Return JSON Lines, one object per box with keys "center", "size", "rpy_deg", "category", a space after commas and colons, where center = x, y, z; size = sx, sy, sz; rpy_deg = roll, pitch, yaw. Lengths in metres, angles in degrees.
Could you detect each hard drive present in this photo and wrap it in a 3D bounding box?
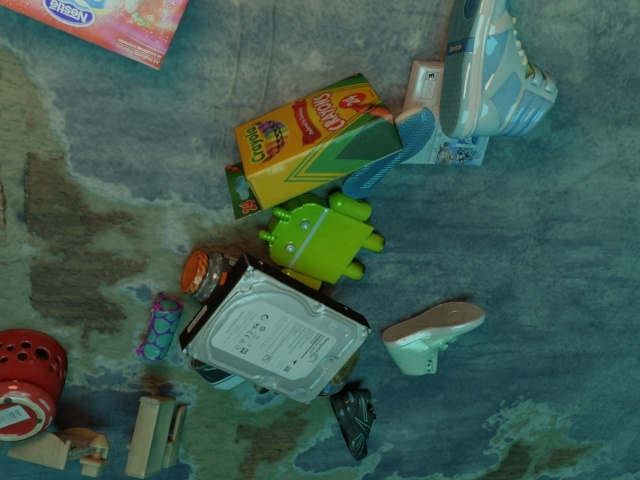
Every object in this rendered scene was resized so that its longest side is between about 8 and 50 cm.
{"center": [-0.087, 0.195, 1.387], "size": [0.339, 0.064, 0.237], "rpy_deg": [31, 106, -32], "category": "hard drive"}

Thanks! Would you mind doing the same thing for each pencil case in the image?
{"center": [-0.351, 0.192, 1.459], "size": [0.070, 0.064, 0.151], "rpy_deg": [1, 125, -35], "category": "pencil case"}

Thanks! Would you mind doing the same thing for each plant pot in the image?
{"center": [-0.638, 0.313, 1.402], "size": [0.191, 0.174, 0.191], "rpy_deg": [-8, 128, -10], "category": "plant pot"}

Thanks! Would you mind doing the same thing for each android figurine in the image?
{"center": [0.000, 0.000, 1.427], "size": [0.273, 0.056, 0.248], "rpy_deg": [22, 116, -29], "category": "android figurine"}

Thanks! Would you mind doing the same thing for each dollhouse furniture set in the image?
{"center": [-0.530, 0.419, 1.557], "size": [0.355, 0.303, 0.174], "rpy_deg": [9, 81, 11], "category": "dollhouse furniture set"}

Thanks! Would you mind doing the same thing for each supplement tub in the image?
{"center": [-0.189, 0.094, 1.402], "size": [0.190, 0.117, 0.117], "rpy_deg": [22, 116, -27], "category": "supplement tub"}

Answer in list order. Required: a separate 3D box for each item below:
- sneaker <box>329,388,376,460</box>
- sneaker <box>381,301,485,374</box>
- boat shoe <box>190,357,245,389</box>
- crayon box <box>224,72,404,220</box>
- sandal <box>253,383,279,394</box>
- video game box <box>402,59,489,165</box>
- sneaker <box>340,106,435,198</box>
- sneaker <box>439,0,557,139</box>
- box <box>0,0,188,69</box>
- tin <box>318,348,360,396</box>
{"center": [0.104, 0.491, 1.774], "size": [0.106, 0.101, 0.267], "rpy_deg": [-23, 131, -9], "category": "sneaker"}
{"center": [0.294, 0.249, 1.655], "size": [0.256, 0.094, 0.151], "rpy_deg": [-20, 122, 11], "category": "sneaker"}
{"center": [-0.153, 0.224, 1.499], "size": [0.335, 0.121, 0.119], "rpy_deg": [-39, 129, 16], "category": "boat shoe"}
{"center": [-0.034, -0.173, 1.202], "size": [0.318, 0.202, 0.081], "rpy_deg": [-24, 127, 2], "category": "crayon box"}
{"center": [-0.108, 0.314, 1.597], "size": [0.088, 0.079, 0.240], "rpy_deg": [-38, 161, 7], "category": "sandal"}
{"center": [0.255, -0.249, 1.323], "size": [0.187, 0.048, 0.205], "rpy_deg": [1, 124, -14], "category": "video game box"}
{"center": [0.120, -0.184, 1.287], "size": [0.087, 0.092, 0.229], "rpy_deg": [30, 123, -35], "category": "sneaker"}
{"center": [0.340, -0.336, 1.207], "size": [0.208, 0.127, 0.319], "rpy_deg": [4, 107, -14], "category": "sneaker"}
{"center": [-0.356, -0.397, 0.993], "size": [0.300, 0.142, 0.154], "rpy_deg": [19, 118, -26], "category": "box"}
{"center": [0.027, 0.311, 1.665], "size": [0.106, 0.040, 0.189], "rpy_deg": [10, 121, -26], "category": "tin"}
